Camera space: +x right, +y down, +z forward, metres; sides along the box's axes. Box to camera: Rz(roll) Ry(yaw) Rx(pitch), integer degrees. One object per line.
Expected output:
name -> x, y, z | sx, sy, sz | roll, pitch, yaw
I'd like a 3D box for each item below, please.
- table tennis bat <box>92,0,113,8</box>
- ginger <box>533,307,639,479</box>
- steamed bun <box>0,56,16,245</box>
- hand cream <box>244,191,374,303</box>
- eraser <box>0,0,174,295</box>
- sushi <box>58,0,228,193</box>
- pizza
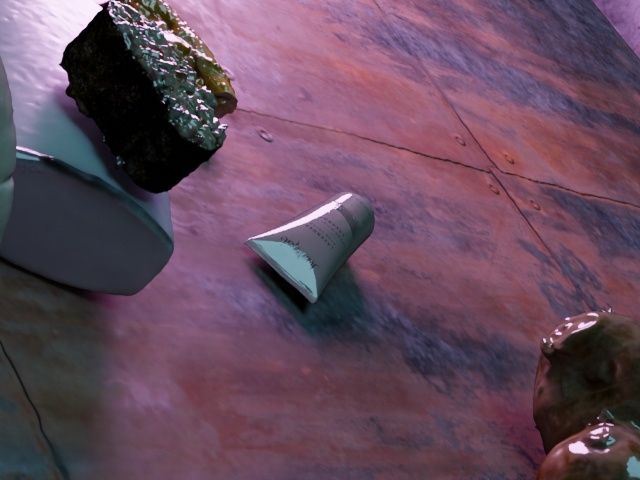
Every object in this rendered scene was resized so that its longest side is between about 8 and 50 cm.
table tennis bat -> -0.260, -0.229, 1.494 | 0.098, 0.019, 0.154 | 21, 30, 17
ginger -> 0.337, 0.210, 1.571 | 0.375, 0.176, 0.256 | 17, 53, -47
steamed bun -> -0.346, -0.136, 0.990 | 0.383, 0.236, 0.247 | 54, 25, 20
hand cream -> 0.000, 0.000, 1.526 | 0.087, 0.054, 0.186 | 42, 31, 6
eraser -> -0.216, -0.098, 1.284 | 0.189, 0.104, 0.290 | 26, 30, -28
sushi -> -0.136, -0.112, 1.215 | 0.090, 0.078, 0.150 | 14, 39, -59
pizza -> -0.176, -0.199, 1.558 | 0.161, 0.062, 0.182 | 0, 50, -49
